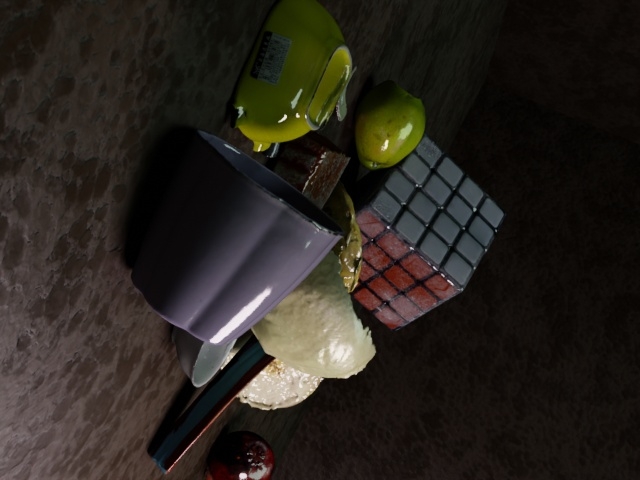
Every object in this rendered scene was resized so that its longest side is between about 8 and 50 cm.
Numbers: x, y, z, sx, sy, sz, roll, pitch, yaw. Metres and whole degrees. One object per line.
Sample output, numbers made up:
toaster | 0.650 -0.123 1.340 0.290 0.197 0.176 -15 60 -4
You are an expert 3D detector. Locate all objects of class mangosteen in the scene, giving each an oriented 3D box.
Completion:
mangosteen | -0.222 0.604 2.190 0.200 0.200 0.200 -60 167 -23

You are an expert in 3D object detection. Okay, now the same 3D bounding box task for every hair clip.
hair clip | 0.055 -0.329 1.808 0.054 0.022 0.137 -55 165 -41

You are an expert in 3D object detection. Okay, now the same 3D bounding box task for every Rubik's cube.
Rubik's cube | 0.232 -0.020 2.192 0.337 0.344 0.344 -53 -170 -36

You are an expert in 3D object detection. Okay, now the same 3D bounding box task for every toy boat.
toy boat | -0.205 0.325 1.712 0.392 0.079 0.136 -48 179 -21

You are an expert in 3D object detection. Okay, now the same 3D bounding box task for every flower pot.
flower pot | -0.135 0.009 1.178 0.243 0.265 0.265 -55 169 5

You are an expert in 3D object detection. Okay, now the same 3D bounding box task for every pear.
pear | 0.163 -0.277 2.017 0.220 0.187 0.187 -61 169 8
pear | -0.114 0.248 1.912 0.178 0.267 0.267 -99 -157 -58

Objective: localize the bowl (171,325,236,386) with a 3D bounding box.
bowl | -0.217 0.168 1.492 0.189 0.086 0.189 -58 165 -26

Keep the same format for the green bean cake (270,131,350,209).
green bean cake | -0.024 -0.149 1.651 0.198 0.097 0.233 -62 168 -6

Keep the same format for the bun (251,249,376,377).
bun | -0.053 0.129 1.622 0.202 0.364 0.364 -28 159 -9

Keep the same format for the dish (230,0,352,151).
dish | -0.030 -0.261 1.325 0.262 0.108 0.221 -63 160 -7

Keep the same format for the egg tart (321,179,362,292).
egg tart | 0.000 0.000 1.846 0.132 0.297 0.297 -7 134 -25

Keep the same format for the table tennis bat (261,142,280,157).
table tennis bat | -0.058 -0.263 1.462 0.236 0.027 0.150 -71 166 15
